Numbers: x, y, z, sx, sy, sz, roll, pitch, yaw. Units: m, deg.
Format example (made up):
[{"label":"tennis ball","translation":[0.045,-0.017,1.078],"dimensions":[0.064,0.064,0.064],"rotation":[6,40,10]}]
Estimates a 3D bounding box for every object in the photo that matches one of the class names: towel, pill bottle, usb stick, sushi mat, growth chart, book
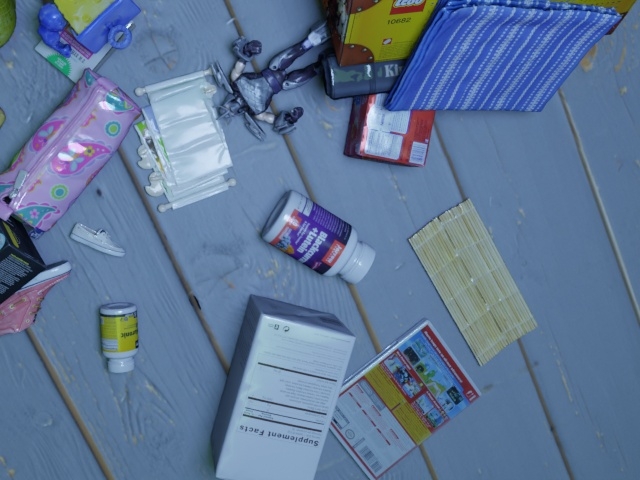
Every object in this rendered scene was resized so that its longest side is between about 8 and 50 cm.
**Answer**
[{"label":"towel","translation":[0.291,-0.290,1.123],"dimensions":[0.336,0.243,0.040],"rotation":[-4,60,-23]},{"label":"pill bottle","translation":[0.000,0.000,1.262],"dimensions":[0.193,0.108,0.108],"rotation":[31,90,-13]},{"label":"usb stick","translation":[0.137,-0.290,1.158],"dimensions":[0.278,0.045,0.077],"rotation":[-10,98,-11]},{"label":"sushi mat","translation":[0.308,0.084,1.381],"dimensions":[0.151,0.019,0.316],"rotation":[-32,102,-5]},{"label":"growth chart","translation":[-0.246,-0.178,1.234],"dimensions":[0.172,0.021,0.237],"rotation":[-13,99,-9]},{"label":"book","translation":[-0.401,-0.348,1.178],"dimensions":[0.096,0.035,0.144],"rotation":[40,89,-8]},{"label":"pill bottle","translation":[-0.359,0.173,1.233],"dimensions":[0.065,0.065,0.116],"rotation":[-2,98,-11]}]

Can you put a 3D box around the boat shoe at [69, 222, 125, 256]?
[{"label":"boat shoe","translation":[-0.390,-0.003,1.221],"dimensions":[0.100,0.035,0.035],"rotation":[24,95,-7]}]

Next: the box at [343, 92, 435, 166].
[{"label":"box","translation":[0.135,-0.268,1.248],"dimensions":[0.128,0.122,0.256],"rotation":[9,95,-13]}]

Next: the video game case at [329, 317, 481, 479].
[{"label":"video game case","translation":[0.157,0.319,1.377],"dimensions":[0.285,0.025,0.204],"rotation":[-37,102,-5]}]

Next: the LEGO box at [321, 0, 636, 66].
[{"label":"LEGO box","translation":[0.236,-0.516,1.127],"dimensions":[0.500,0.193,0.372],"rotation":[-10,69,-10]}]

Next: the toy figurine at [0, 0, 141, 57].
[{"label":"toy figurine","translation":[-0.399,-0.369,1.072],"dimensions":[0.362,0.191,0.217],"rotation":[-43,91,0]}]

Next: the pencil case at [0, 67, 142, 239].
[{"label":"pencil case","translation":[-0.426,-0.147,1.151],"dimensions":[0.124,0.124,0.284],"rotation":[40,87,-13]}]

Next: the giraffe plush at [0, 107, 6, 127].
[{"label":"giraffe plush","translation":[-0.614,-0.161,1.085],"dimensions":[0.181,0.170,0.210],"rotation":[6,96,-12]}]

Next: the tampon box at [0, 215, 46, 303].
[{"label":"tampon box","translation":[-0.563,0.036,1.131],"dimensions":[0.161,0.101,0.120],"rotation":[-39,62,-4]}]

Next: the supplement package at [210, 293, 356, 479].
[{"label":"supplement package","translation":[-0.074,0.271,1.245],"dimensions":[0.175,0.177,0.292],"rotation":[16,94,-13]}]

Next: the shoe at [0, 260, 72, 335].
[{"label":"shoe","translation":[-0.503,0.103,1.199],"dimensions":[0.178,0.063,0.081],"rotation":[-24,103,-2]}]

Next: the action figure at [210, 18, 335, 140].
[{"label":"action figure","translation":[-0.068,-0.295,1.216],"dimensions":[0.285,0.099,0.185],"rotation":[-34,119,-1]}]
